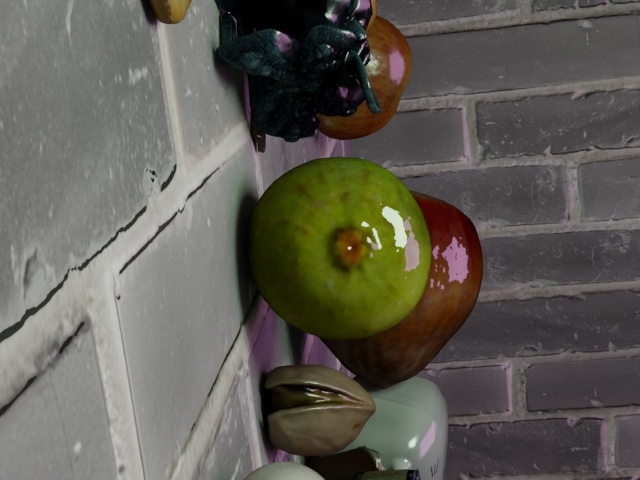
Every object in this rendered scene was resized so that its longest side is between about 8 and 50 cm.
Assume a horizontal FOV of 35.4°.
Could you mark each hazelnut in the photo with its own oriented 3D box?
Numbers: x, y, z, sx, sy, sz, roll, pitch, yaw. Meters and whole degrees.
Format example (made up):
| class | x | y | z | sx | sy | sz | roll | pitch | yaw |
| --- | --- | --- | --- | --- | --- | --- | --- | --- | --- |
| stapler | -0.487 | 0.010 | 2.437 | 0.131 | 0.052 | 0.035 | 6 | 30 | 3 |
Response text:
| class | x | y | z | sx | sy | sz | roll | pitch | yaw |
| --- | --- | --- | --- | --- | --- | --- | --- | --- | --- |
| hazelnut | 0.109 | 0.072 | 1.809 | 0.409 | 0.359 | 0.359 | 65 | 21 | -73 |

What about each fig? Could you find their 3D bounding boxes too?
| class | x | y | z | sx | sy | sz | roll | pitch | yaw |
| --- | --- | --- | --- | --- | --- | --- | --- | --- | --- |
| fig | 0.015 | 0.007 | 1.437 | 0.326 | 0.258 | 0.258 | -151 | -126 | -75 |

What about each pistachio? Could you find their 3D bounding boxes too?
| class | x | y | z | sx | sy | sz | roll | pitch | yaw |
| --- | --- | --- | --- | --- | --- | --- | --- | --- | --- |
| pistachio | -0.009 | 0.251 | 1.499 | 0.238 | 0.153 | 0.138 | 18 | 54 | -54 |

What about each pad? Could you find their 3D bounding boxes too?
| class | x | y | z | sx | sy | sz | roll | pitch | yaw |
| --- | --- | --- | --- | --- | --- | --- | --- | --- | --- |
| pad | 0.080 | 0.491 | 1.687 | 0.284 | 0.018 | 0.286 | 65 | -30 | 6 |

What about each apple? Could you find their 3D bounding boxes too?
| class | x | y | z | sx | sy | sz | roll | pitch | yaw |
| --- | --- | --- | --- | --- | --- | --- | --- | --- | --- |
| apple | 0.096 | -0.389 | 2.401 | 0.309 | 0.249 | 0.278 | 82 | 6 | -49 |

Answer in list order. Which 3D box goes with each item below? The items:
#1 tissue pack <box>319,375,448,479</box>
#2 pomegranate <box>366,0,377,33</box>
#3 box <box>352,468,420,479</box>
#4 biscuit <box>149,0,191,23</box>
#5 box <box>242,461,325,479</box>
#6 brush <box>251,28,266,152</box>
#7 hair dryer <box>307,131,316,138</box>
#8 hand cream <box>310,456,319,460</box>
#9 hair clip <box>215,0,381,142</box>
| class | x | y | z | sx | sy | sz | roll | pitch | yaw |
| --- | --- | --- | --- | --- | --- | --- | --- | --- | --- |
| tissue pack | 0.111 | 0.428 | 1.853 | 0.236 | 0.229 | 0.333 | -53 | 151 | -57 |
| pomegranate | 0.019 | -0.490 | 2.082 | 0.207 | 0.207 | 0.207 | -5 | 90 | -84 |
| box | 0.075 | 0.377 | 1.115 | 0.310 | 0.084 | 0.198 | 29 | 55 | -82 |
| biscuit | -0.159 | -0.342 | 1.014 | 0.203 | 0.041 | 0.260 | 72 | 15 | -77 |
| box | -0.028 | 0.446 | 1.142 | 0.289 | 0.141 | 0.349 | 76 | 11 | -59 |
| brush | -0.085 | -0.271 | 1.606 | 0.054 | 0.048 | 0.282 | 74 | 15 | -61 |
| hair dryer | -0.036 | -0.275 | 2.110 | 0.124 | 0.037 | 0.063 | 66 | 20 | -55 |
| hand cream | 0.003 | 0.368 | 1.951 | 0.086 | 0.055 | 0.235 | 76 | 20 | -46 |
| hair clip | -0.022 | -0.257 | 1.406 | 0.310 | 0.206 | 0.195 | 61 | 22 | -72 |
